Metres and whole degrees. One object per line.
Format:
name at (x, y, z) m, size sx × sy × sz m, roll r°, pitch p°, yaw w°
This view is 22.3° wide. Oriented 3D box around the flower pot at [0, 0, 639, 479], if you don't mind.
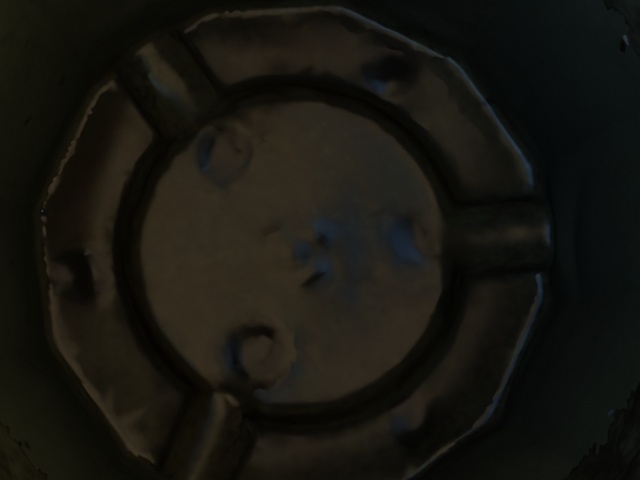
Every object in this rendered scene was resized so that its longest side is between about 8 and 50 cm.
flower pot at (0.000, 0.000, 0.454) m, size 0.259 × 0.290 × 0.290 m, roll 109°, pitch 160°, yaw -85°
